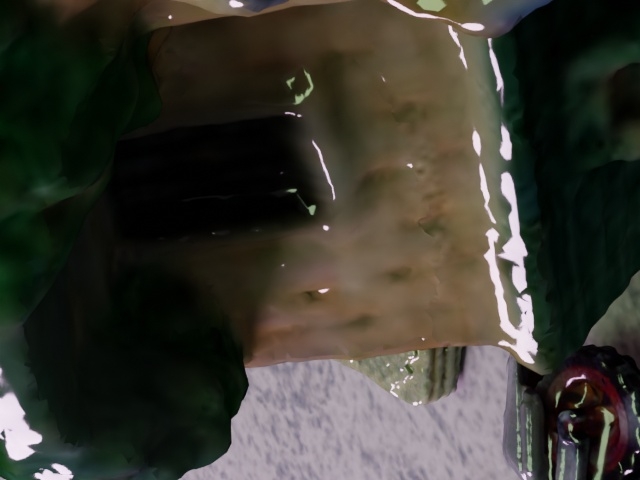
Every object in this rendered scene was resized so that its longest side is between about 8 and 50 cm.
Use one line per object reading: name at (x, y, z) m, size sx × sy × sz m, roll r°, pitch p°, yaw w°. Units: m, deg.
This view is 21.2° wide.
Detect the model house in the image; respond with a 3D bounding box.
model house at (0.017, -0.127, 0.611) m, size 0.334 × 0.342 × 0.382 m, roll -94°, pitch -3°, yaw -49°

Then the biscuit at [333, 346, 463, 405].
biscuit at (0.000, 0.000, 0.926) m, size 0.199 × 0.040 × 0.121 m, roll 26°, pitch 123°, yaw 45°

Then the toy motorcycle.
toy motorcycle at (0.109, 0.147, 0.808) m, size 0.122 × 0.080 × 0.215 m, roll 16°, pitch 109°, yaw 46°
